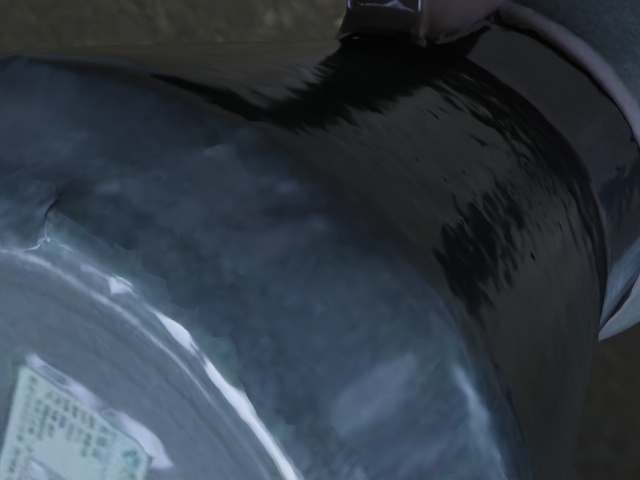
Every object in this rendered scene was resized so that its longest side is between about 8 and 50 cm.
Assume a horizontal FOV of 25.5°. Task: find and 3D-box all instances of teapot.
[{"bbox_3d":[0.000,0.000,0.501,0.253,0.344,0.300,10,117,26],"label":"teapot"}]
